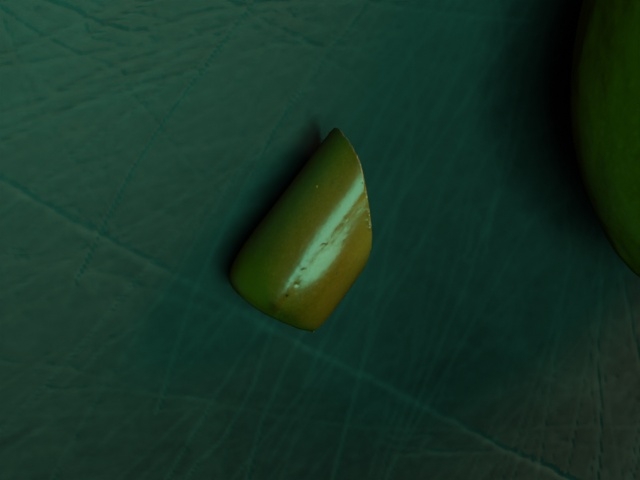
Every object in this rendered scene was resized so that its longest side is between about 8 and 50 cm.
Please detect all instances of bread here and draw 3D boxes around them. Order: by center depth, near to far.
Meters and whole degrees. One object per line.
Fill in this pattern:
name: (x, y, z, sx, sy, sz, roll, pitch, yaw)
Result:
bread: (0.001, -0.001, 0.916, 0.062, 0.049, 0.103, 36, 94, -25)

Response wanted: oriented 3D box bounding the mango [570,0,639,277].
mango: (0.236, -0.124, 0.912, 0.195, 0.142, 0.331, 10, 100, -27)
